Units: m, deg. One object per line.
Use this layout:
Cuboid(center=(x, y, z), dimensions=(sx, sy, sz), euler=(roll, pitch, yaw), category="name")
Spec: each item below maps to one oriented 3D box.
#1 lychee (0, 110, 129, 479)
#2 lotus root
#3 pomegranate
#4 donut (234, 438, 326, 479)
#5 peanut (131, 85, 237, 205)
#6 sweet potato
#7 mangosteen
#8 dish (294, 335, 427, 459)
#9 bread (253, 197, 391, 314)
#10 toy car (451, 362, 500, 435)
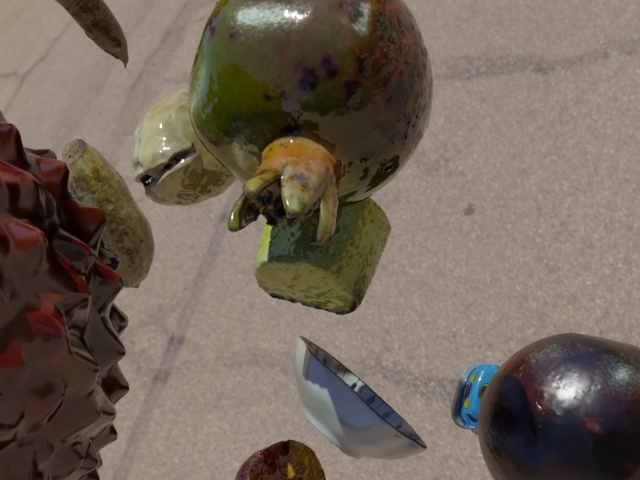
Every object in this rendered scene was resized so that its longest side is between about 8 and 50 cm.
Cuboid(center=(-0.357, 0.055, 0.396), dimensions=(0.500, 0.424, 0.424), euler=(13, 60, 11), category="lychee")
Cuboid(center=(-0.325, -0.035, 1.075), dimensions=(0.097, 0.258, 0.110), euler=(-24, 34, -13), category="lotus root")
Cuboid(center=(-0.022, -0.104, 0.528), dimensions=(0.198, 0.198, 0.246), euler=(5, 36, 39), category="pomegranate")
Cuboid(center=(-0.056, 0.340, 0.924), dimensions=(0.059, 0.140, 0.140), euler=(-25, 40, 44), category="donut")
Cuboid(center=(-0.121, -0.133, 0.817), dimensions=(0.130, 0.130, 0.290), euler=(-13, 20, 27), category="peanut")
Cuboid(center=(-0.309, -0.314, 0.800), dimensions=(0.067, 0.274, 0.067), euler=(-26, 31, 17), category="sweet potato")
Cuboid(center=(0.303, 0.238, 0.741), dimensions=(0.231, 0.231, 0.289), euler=(-31, 45, 10), category="mangosteen")
Cuboid(center=(0.028, 0.193, 0.781), dimensions=(0.066, 0.191, 0.191), euler=(-50, 42, -2), category="dish")
Cuboid(center=(0.000, 0.000, 0.684), dimensions=(0.129, 0.111, 0.114), euler=(12, 64, 11), category="bread")
Cuboid(center=(0.289, 0.240, 0.962), dimensions=(0.100, 0.191, 0.097), euler=(123, 169, -66), category="toy car")
